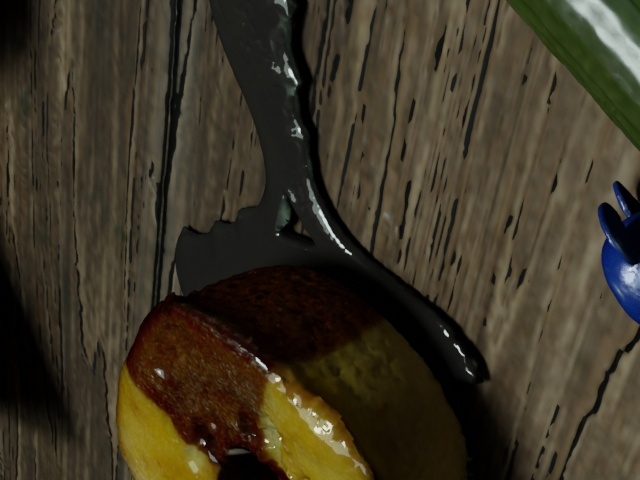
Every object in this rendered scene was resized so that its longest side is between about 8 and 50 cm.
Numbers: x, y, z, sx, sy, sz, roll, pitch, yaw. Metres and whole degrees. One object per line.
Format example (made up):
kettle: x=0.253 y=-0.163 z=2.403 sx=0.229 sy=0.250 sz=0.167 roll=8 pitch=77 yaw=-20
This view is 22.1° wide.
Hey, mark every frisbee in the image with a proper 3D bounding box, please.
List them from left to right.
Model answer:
frisbee: x=0.000 y=0.000 z=0.667 sx=0.187 sy=0.012 sz=0.211 roll=42 pitch=143 yaw=29

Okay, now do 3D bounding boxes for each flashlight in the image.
flashlight: x=0.122 y=0.035 z=0.497 sx=0.035 sy=0.057 sz=0.121 roll=-31 pitch=92 yaw=20

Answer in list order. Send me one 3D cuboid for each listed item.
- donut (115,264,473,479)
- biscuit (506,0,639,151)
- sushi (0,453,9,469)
donut: x=-0.010 y=0.088 z=0.675 sx=0.166 sy=0.073 sz=0.184 roll=41 pitch=147 yaw=23
biscuit: x=0.139 y=-0.017 z=0.433 sx=0.322 sy=0.038 sz=0.099 roll=50 pitch=149 yaw=19
sushi: x=-0.243 y=-0.006 z=0.967 sx=0.279 sy=0.043 sz=0.192 roll=64 pitch=165 yaw=-15
